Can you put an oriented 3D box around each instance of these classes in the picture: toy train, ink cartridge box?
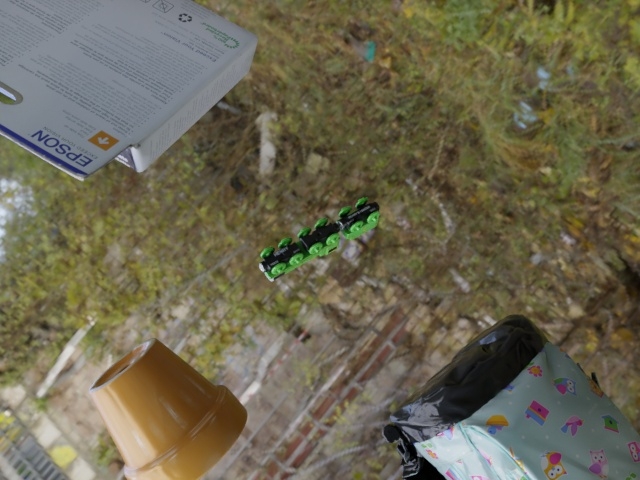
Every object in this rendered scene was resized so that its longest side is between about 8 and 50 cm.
[{"bbox_3d":[0.000,0.000,0.428,0.017,0.083,0.024,53,159,22],"label":"toy train"},{"bbox_3d":[-0.196,-0.143,0.554,0.223,0.224,0.045,30,137,8],"label":"ink cartridge box"}]

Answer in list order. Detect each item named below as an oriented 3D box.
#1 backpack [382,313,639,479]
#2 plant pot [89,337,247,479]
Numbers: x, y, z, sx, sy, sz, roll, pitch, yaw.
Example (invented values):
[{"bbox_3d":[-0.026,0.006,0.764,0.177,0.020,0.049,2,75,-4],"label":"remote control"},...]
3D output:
[{"bbox_3d":[0.156,0.158,0.525,0.182,0.152,0.115,52,153,9],"label":"backpack"},{"bbox_3d":[-0.250,0.263,1.131,0.188,0.205,0.205,53,172,-12],"label":"plant pot"}]
